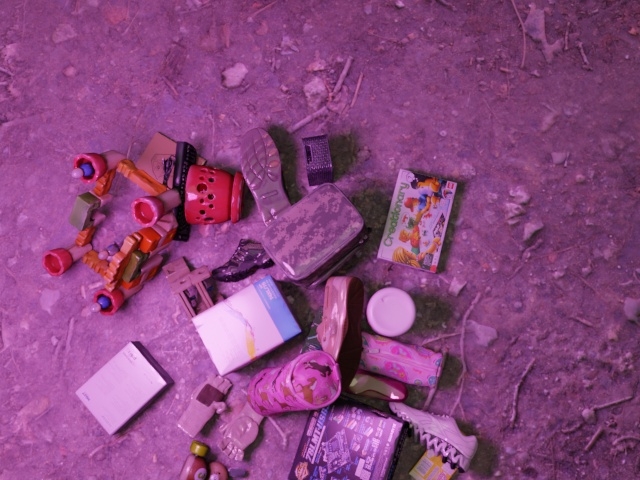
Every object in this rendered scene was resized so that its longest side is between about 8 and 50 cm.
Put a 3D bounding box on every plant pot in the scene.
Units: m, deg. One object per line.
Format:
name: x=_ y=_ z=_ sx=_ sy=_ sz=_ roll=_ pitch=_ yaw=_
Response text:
plant pot: x=-0.333 y=-0.139 z=1.867 sx=0.174 sy=0.191 sz=0.191 roll=7 pitch=81 yaw=-3

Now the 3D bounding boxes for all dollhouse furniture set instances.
dollhouse furniture set: x=-0.404 y=0.142 z=1.865 sx=0.129 sy=0.183 sz=0.129 roll=-28 pitch=122 yaw=-12

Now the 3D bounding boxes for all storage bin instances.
storage bin: x=-0.008 y=-0.254 z=1.874 sx=0.084 sy=0.180 sz=0.122 roll=-9 pitch=81 yaw=1

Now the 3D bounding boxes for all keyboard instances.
keyboard: x=-0.448 y=-0.157 z=1.850 sx=0.033 sy=0.201 sz=0.317 roll=4 pitch=88 yaw=16

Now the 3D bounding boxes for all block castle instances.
block castle: x=-0.637 y=-0.014 z=1.744 sx=0.303 sy=0.213 sz=0.453 roll=36 pitch=119 yaw=6

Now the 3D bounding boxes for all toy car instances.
toy car: x=-0.329 y=0.714 z=1.765 sx=0.188 sy=0.149 sz=0.155 roll=24 pitch=72 yaw=-6

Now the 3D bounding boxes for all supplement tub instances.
supplement tub: x=0.210 y=0.220 z=1.784 sx=0.144 sy=0.200 sz=0.144 roll=0 pitch=82 yaw=1

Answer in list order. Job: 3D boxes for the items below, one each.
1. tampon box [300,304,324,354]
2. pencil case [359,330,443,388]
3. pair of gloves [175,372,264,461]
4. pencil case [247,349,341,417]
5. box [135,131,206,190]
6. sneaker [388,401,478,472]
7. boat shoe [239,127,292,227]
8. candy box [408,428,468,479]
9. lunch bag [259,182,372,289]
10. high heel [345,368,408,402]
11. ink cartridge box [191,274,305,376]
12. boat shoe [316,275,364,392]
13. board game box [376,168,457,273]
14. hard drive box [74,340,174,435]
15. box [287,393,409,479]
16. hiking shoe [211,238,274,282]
tampon box: x=0.023 y=0.300 z=1.827 sx=0.120 sy=0.101 sz=0.161 roll=23 pitch=82 yaw=4
pencil case: x=0.230 y=0.366 z=1.802 sx=0.284 sy=0.124 sz=0.124 roll=16 pitch=82 yaw=4
pair of gloves: x=-0.299 y=0.541 z=1.806 sx=0.240 sy=0.042 sz=0.204 roll=28 pitch=60 yaw=0
pencil case: x=-0.080 y=0.418 z=1.672 sx=0.160 sy=0.386 sz=0.167 roll=39 pitch=61 yaw=-6
box: x=-0.511 y=-0.248 z=1.971 sx=0.201 sy=0.021 sz=0.164 roll=30 pitch=84 yaw=5
sneaker: x=0.338 y=0.568 z=1.769 sx=0.292 sy=0.110 sz=0.118 roll=33 pitch=67 yaw=21
boat shoe: x=-0.175 y=-0.184 z=1.893 sx=0.132 sy=0.130 sz=0.355 roll=-13 pitch=88 yaw=-3
candy box: x=0.375 y=0.669 z=1.796 sx=0.105 sy=0.027 sz=0.206 roll=40 pitch=85 yaw=7
lunch bag: x=0.000 y=0.000 z=1.799 sx=0.305 sy=0.256 sz=0.212 roll=-40 pitch=72 yaw=-3
high heel: x=0.147 y=0.449 z=1.787 sx=0.244 sy=0.117 sz=0.082 roll=13 pitch=85 yaw=10
ink cartridge box: x=-0.215 y=0.262 z=1.793 sx=0.270 sy=0.198 sz=0.197 roll=-29 pitch=81 yaw=-3
boat shoe: x=0.052 y=0.276 z=1.733 sx=0.110 sy=0.121 sz=0.341 roll=0 pitch=76 yaw=38
board game box: x=0.312 y=-0.063 z=1.898 sx=0.193 sy=0.053 sz=0.305 roll=14 pitch=82 yaw=4
hard drive box: x=-0.612 y=0.459 z=1.831 sx=0.232 sy=0.089 sz=0.181 roll=-42 pitch=82 yaw=-5
box: x=0.081 y=0.628 z=1.741 sx=0.293 sy=0.073 sz=0.296 roll=14 pitch=80 yaw=29
hiking shoe: x=-0.252 y=0.057 z=1.895 sx=0.227 sy=0.086 sz=0.114 roll=-21 pitch=67 yaw=-6
